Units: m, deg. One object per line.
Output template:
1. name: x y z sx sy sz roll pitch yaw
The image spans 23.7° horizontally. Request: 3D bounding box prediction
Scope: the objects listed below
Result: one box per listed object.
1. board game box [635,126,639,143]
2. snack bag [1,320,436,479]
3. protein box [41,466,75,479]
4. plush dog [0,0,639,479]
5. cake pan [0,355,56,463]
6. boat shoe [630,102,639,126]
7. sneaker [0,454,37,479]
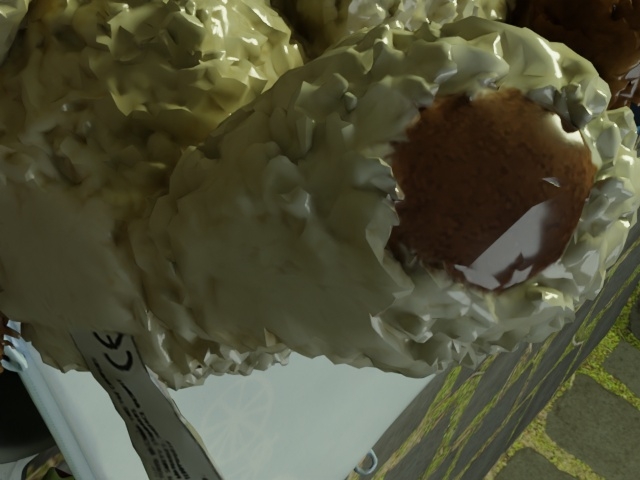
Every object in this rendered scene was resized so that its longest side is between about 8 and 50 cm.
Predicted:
1. board game box: 0.229 -0.198 1.070 0.302 0.086 0.308 103 13 -54
2. snack bag: 0.000 0.000 0.699 0.342 0.037 0.323 -45 145 -24
3. protein box: -0.141 0.274 0.811 0.201 0.136 0.199 -54 -162 29
4. plush dog: -0.023 -0.064 0.481 0.225 0.262 0.210 -45 171 -42
5. cake pan: -0.085 -0.032 0.690 0.293 0.054 0.293 -48 163 -20
6. boat shoe: 0.160 -0.191 0.818 0.109 0.089 0.258 -32 126 -87
7. sneaker: -0.174 0.120 0.788 0.044 0.040 0.109 -17 138 -40
